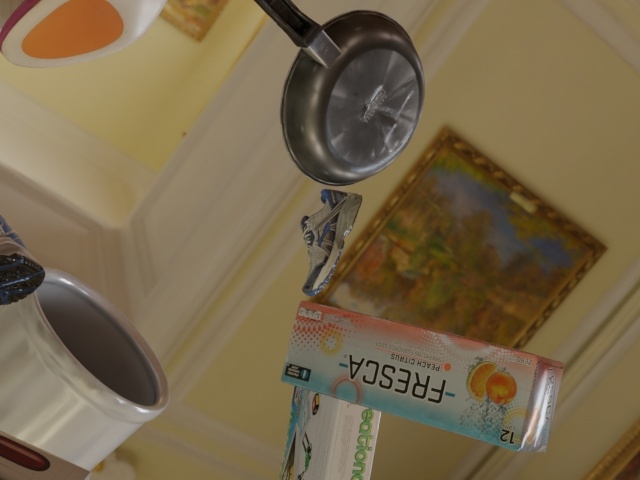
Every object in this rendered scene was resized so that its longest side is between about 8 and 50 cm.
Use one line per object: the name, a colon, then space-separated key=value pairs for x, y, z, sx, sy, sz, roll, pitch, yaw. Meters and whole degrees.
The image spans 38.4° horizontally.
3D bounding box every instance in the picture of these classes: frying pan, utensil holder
frying pan: x=0.027 y=-0.200 z=0.968 sx=0.053 sy=0.197 sz=0.326 roll=31 pitch=147 yaw=46
utensil holder: x=-0.514 y=0.290 z=1.601 sx=0.328 sy=0.385 sz=0.327 roll=48 pitch=-173 yaw=-7

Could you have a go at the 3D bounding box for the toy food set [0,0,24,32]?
toy food set: x=-0.486 y=-0.327 z=1.220 sx=0.219 sy=0.093 sz=0.306 roll=4 pitch=-161 yaw=-14

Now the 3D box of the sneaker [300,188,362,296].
sneaker: x=0.000 y=0.000 z=1.059 sx=0.058 sy=0.135 sz=0.052 roll=21 pitch=159 yaw=3

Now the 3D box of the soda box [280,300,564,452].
soda box: x=0.066 y=0.090 z=0.624 sx=0.183 sy=0.063 sz=0.058 roll=11 pitch=174 yaw=34

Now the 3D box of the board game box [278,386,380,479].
board game box: x=-0.002 y=0.291 z=1.083 sx=0.053 sy=0.306 sz=0.193 roll=10 pitch=-179 yaw=-16

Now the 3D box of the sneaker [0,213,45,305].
sneaker: x=-0.343 y=-0.006 z=0.843 sx=0.081 sy=0.080 sz=0.211 roll=54 pitch=-179 yaw=28

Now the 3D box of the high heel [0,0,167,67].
high heel: x=-0.162 y=-0.236 z=0.746 sx=0.117 sy=0.244 sz=0.082 roll=57 pitch=-177 yaw=34

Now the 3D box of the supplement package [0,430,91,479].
supplement package: x=-0.328 y=0.304 z=0.744 sx=0.145 sy=0.204 sz=0.262 roll=22 pitch=-158 yaw=4
